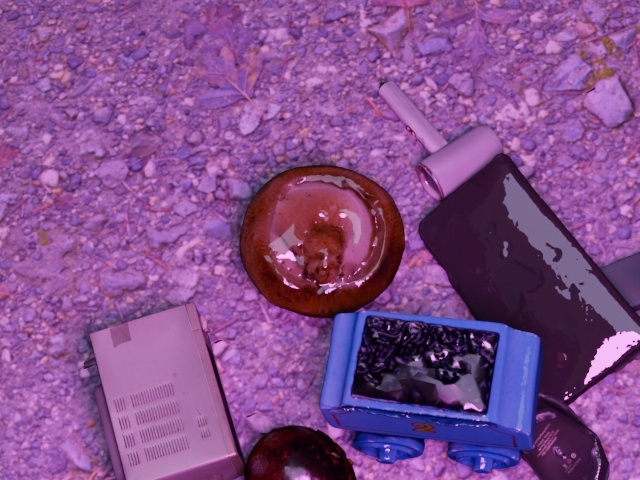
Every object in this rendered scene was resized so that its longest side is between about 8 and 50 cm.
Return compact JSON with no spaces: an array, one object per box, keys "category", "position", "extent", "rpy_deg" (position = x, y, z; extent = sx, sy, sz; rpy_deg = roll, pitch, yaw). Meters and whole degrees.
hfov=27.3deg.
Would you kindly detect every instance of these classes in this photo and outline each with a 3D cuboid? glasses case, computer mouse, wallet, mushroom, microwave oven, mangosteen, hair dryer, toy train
[{"category":"glasses case","position":[0.471,0.067,2.002],"extent":[0.184,0.039,0.078],"rpy_deg":[-22,68,-6]},{"category":"computer mouse","position":[0.345,0.298,1.900],"extent":[0.106,0.062,0.192],"rpy_deg":[-51,53,7]},{"category":"wallet","position":[0.314,0.063,1.982],"extent":[0.197,0.051,0.377],"rpy_deg":[-41,70,11]},{"category":"mushroom","position":[0.000,0.000,1.999],"extent":[0.253,0.153,0.253],"rpy_deg":[2,68,-5]},{"category":"microwave oven","position":[-0.228,0.243,1.920],"extent":[0.194,0.145,0.240],"rpy_deg":[-18,68,-1]},{"category":"mangosteen","position":[-0.040,0.349,1.860],"extent":[0.184,0.172,0.172],"rpy_deg":[-38,68,16]},{"category":"hair dryer","position":[0.176,-0.180,2.120],"extent":[0.131,0.073,0.236],"rpy_deg":[-34,61,-12]},{"category":"toy train","position":[0.153,0.208,1.839],"extent":[0.300,0.265,0.188],"rpy_deg":[4,68,14]}]
